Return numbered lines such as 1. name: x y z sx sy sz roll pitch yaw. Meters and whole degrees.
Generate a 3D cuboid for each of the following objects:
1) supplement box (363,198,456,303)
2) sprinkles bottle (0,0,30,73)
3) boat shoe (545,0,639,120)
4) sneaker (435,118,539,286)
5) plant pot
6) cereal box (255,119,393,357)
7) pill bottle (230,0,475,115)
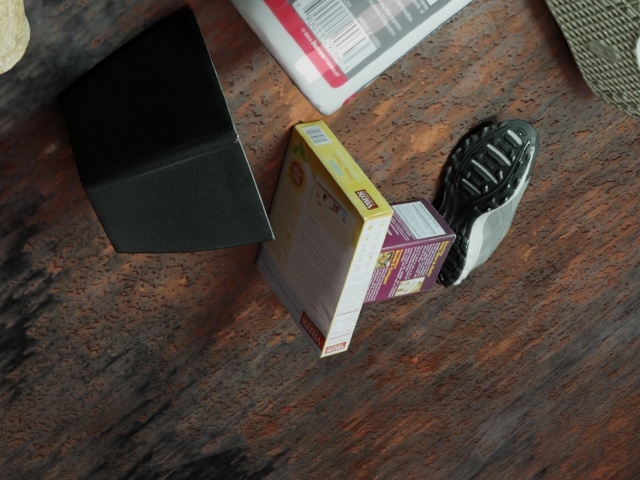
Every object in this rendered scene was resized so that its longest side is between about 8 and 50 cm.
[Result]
1. supplement box: 0.069 0.019 1.982 0.188 0.081 0.104 -10 138 -32
2. sprinkles bottle: -0.312 -0.296 1.245 0.121 0.121 0.355 -20 143 -22
3. boat shoe: 0.366 -0.309 1.760 0.156 0.187 0.500 -54 152 -7
4. sneaker: 0.221 -0.059 2.021 0.108 0.100 0.271 -23 150 -42
5. plant pot: -0.166 -0.093 1.574 0.167 0.187 0.188 -19 145 -3
6. cereal box: 0.000 0.000 1.821 0.047 0.173 0.240 -14 141 -30
7. pill bottle: 0.074 -0.288 1.535 0.318 0.176 0.176 -38 146 4
